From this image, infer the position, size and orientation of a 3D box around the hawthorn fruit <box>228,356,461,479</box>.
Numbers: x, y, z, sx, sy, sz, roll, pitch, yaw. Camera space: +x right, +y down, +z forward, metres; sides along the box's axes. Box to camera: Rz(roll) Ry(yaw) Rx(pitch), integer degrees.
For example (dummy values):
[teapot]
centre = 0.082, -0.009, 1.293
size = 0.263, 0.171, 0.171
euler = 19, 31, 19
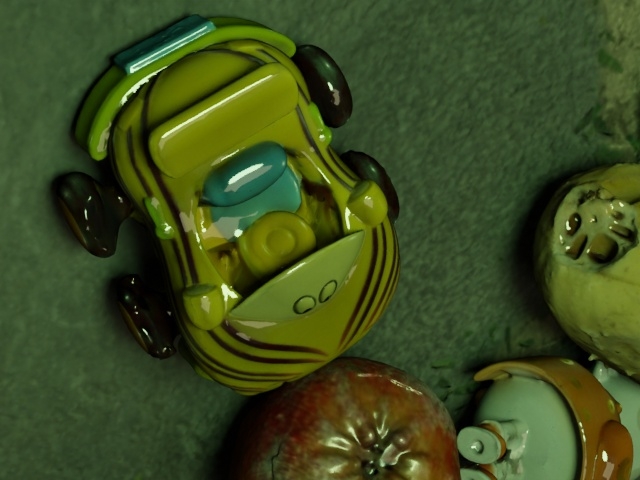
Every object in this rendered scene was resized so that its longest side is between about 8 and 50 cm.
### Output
[hawthorn fruit]
centre = 0.015, 0.170, 1.119
size = 0.173, 0.173, 0.173
euler = -14, 122, -24

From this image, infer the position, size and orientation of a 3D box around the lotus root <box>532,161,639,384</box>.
[lotus root]
centre = 0.293, 0.056, 1.213
size = 0.343, 0.169, 0.151
euler = 31, 100, -38

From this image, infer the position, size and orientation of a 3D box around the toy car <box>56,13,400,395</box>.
[toy car]
centre = -0.040, -0.013, 0.989
size = 0.200, 0.142, 0.248
euler = -33, 119, -11

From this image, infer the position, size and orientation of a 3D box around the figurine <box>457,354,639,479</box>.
[figurine]
centre = 0.188, 0.151, 1.243
size = 0.271, 0.143, 0.143
euler = -19, 132, -64
